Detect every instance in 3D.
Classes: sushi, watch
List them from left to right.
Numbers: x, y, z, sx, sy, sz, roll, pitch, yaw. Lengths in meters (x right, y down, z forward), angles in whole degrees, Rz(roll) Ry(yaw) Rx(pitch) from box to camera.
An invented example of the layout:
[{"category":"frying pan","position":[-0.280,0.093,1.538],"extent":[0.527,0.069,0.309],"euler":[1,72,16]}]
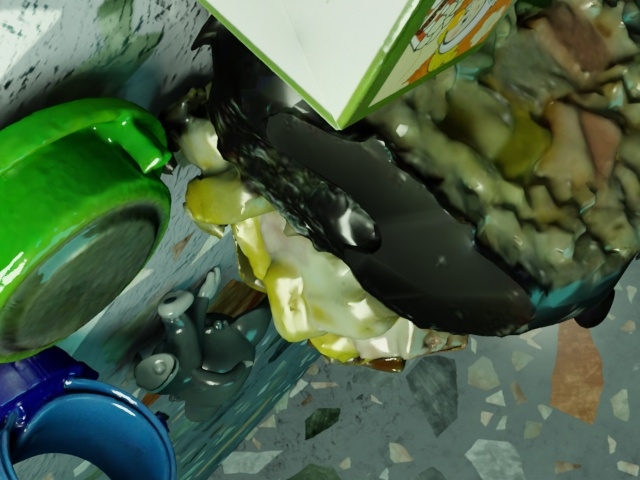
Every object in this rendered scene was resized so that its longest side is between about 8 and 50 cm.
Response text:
[{"category":"watch","position":[-0.233,0.206,0.776],"extent":[0.196,0.200,0.171],"euler":[-29,157,-48]},{"category":"sushi","position":[0.072,-0.079,0.658],"extent":[0.328,0.328,0.285],"euler":[-58,-171,-29]}]

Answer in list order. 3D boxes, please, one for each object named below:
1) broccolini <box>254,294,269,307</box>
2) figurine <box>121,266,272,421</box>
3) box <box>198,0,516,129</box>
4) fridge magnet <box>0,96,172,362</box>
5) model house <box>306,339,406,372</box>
[{"category":"broccolini","position":[0.004,0.003,1.364],"extent":[0.392,0.079,0.074],"euler":[-42,-178,18]},{"category":"figurine","position":[-0.143,0.131,1.031],"extent":[0.193,0.140,0.265],"euler":[-62,-175,-5]},{"category":"box","position":[0.026,-0.190,0.358],"extent":[0.148,0.177,0.195],"euler":[-37,166,-45]},{"category":"fridge magnet","position":[-0.173,0.000,0.530],"extent":[0.208,0.088,0.208],"euler":[-44,169,-11]},{"category":"model house","position":[0.075,0.081,1.453],"extent":[0.199,0.220,0.229],"euler":[-49,150,-65]}]
